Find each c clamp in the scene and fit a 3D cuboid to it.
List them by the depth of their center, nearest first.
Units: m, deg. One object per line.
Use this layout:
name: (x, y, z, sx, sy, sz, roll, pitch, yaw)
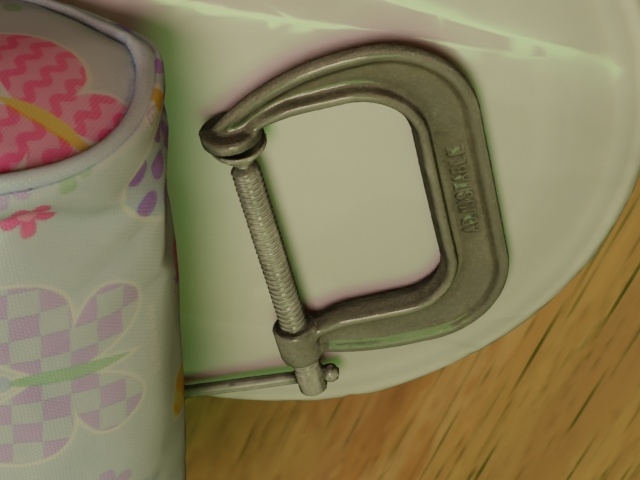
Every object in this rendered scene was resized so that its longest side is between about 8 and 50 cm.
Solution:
c clamp: (0.000, 0.000, 0.585, 0.137, 0.022, 0.161, -6, 130, 3)

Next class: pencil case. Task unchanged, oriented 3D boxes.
pencil case: (-0.111, 0.048, 0.561, 0.124, 0.113, 0.273, -10, 132, -16)

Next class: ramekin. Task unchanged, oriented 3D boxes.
ramekin: (-0.015, -0.076, 0.619, 0.273, 0.127, 0.273, -1, 130, -1)
